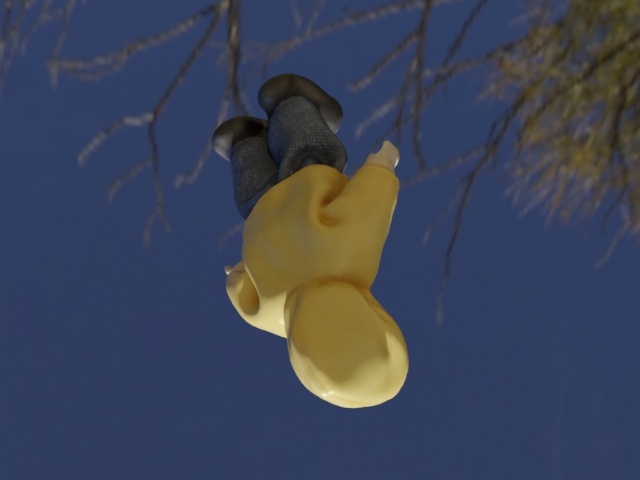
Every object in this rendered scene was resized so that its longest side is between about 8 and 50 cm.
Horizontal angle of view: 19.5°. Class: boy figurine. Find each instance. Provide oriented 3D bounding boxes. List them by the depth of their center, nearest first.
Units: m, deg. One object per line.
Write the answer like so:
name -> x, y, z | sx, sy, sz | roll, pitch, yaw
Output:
boy figurine -> 0.000, 0.000, 1.389 | 0.092, 0.177, 0.285 | 26, -149, -40
